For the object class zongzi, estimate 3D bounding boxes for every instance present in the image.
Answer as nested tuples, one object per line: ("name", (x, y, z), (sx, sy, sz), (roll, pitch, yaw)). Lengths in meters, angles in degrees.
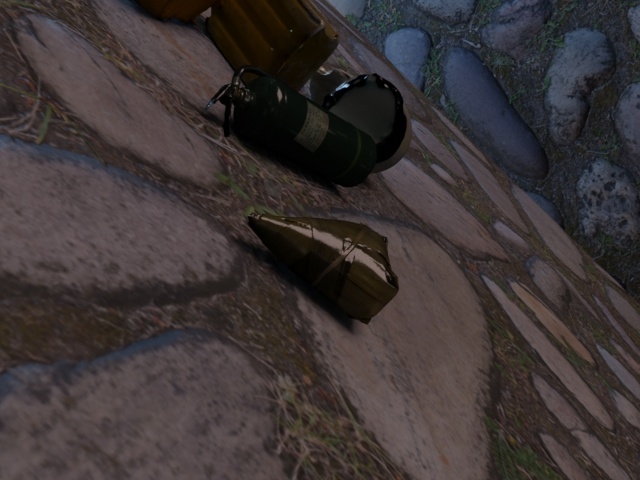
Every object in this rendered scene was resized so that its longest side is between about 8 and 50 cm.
("zongzi", (0.000, 0.000, 0.878), (0.176, 0.079, 0.160), (32, 14, -10))

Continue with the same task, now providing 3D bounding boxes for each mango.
("mango", (-0.224, -0.412, 1.192), (0.126, 0.154, 0.252), (39, 4, 8))

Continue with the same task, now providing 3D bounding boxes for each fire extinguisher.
("fire extinguisher", (-0.045, -0.161, 1.096), (0.294, 0.093, 0.118), (22, 69, -46))

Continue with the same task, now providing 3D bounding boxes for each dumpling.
("dumpling", (0.036, -0.251, 1.439), (0.136, 0.118, 0.199), (39, -15, 32))

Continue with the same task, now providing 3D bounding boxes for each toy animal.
("toy animal", (0.069, -0.180, 1.307), (0.138, 0.166, 0.179), (63, 10, 11))

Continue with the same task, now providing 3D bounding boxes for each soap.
("soap", (-0.096, -0.359, 1.307), (0.080, 0.160, 0.258), (19, 31, -55))
